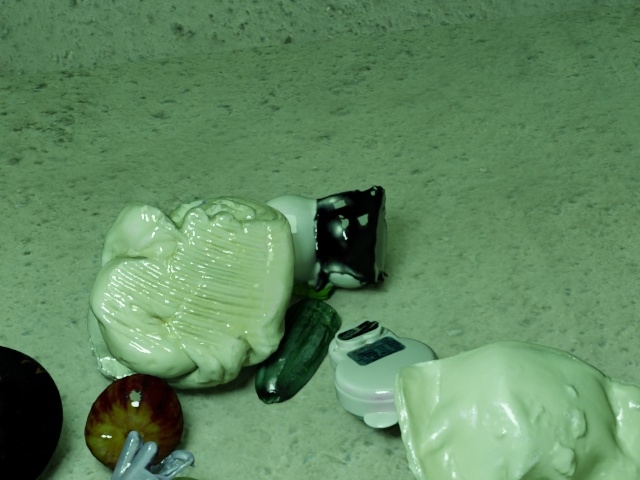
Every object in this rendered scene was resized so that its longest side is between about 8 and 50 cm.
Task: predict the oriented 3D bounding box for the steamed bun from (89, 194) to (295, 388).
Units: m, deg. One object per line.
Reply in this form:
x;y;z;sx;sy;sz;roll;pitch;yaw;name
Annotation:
-0.228;0.085;1.855;0.339;0.352;0.247;9;-11;-11;steamed bun

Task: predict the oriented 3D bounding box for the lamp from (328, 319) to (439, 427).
0.103;0.228;1.756;0.180;0.107;0.246;-16;31;-21;lamp

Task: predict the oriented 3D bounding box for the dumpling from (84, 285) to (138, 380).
-0.342;0.149;1.959;0.173;0.142;0.247;-6;62;2;dumpling

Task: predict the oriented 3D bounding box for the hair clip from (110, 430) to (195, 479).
-0.308;0.388;1.518;0.278;0.090;0.137;-48;29;-15;hair clip

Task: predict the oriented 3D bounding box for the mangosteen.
-0.548;0.290;1.702;0.275;0.274;0.302;-8;-1;-1;mangosteen

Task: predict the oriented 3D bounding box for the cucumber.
-0.050;0.195;1.888;0.115;0.063;0.244;2;35;17;cucumber

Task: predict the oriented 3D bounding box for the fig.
-0.294;0.278;1.719;0.149;0.148;0.202;-28;33;36;fig

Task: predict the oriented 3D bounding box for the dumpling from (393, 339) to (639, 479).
0.303;0.308;1.553;0.395;0.233;0.315;4;64;-7;dumpling

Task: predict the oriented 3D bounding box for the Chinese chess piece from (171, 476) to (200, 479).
-0.216;0.419;1.570;0.144;0.058;0.144;-6;34;4;Chinese chess piece

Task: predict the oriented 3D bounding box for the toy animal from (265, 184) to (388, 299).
0.000;0.010;2.051;0.267;0.212;0.212;-5;32;11;toy animal
